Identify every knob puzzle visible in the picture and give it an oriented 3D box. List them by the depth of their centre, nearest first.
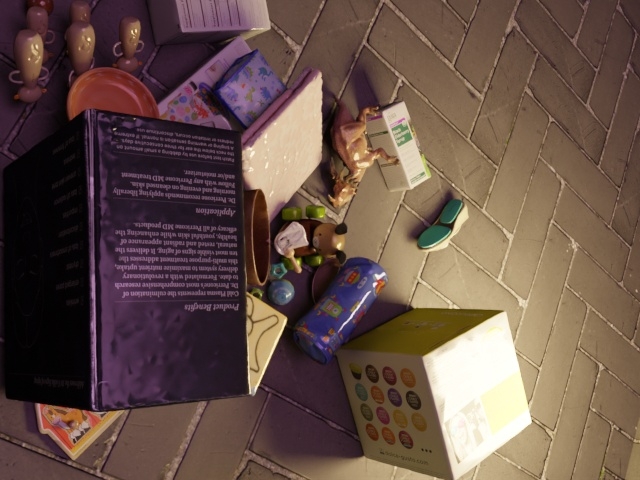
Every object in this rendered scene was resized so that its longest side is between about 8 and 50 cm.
[{"bbox_3d":[-0.510,0.332,1.593,0.213,0.030,0.213,3,85,-38],"label":"knob puzzle"}]

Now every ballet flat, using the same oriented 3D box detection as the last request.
[{"bbox_3d":[0.374,-0.025,2.290,0.248,0.086,0.086,-46,114,-32],"label":"ballet flat"}]

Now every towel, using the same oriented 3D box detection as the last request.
[{"bbox_3d":[-0.097,-0.208,1.821,0.317,0.053,0.331,-52,159,-30],"label":"towel"}]

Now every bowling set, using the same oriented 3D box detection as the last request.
[{"bbox_3d":[-0.530,-0.412,1.581,0.287,0.200,0.154,-18,141,-34],"label":"bowling set"}]

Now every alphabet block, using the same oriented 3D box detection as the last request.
[{"bbox_3d":[-0.226,0.219,1.722,0.192,0.193,0.197,38,65,-32],"label":"alphabet block"}]

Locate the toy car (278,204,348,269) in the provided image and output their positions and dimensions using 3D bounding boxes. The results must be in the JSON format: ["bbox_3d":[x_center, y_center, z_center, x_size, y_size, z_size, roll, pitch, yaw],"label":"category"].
[{"bbox_3d":[0.000,0.000,1.901,0.149,0.188,0.154,-7,103,-39],"label":"toy car"}]

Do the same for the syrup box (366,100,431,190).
[{"bbox_3d":[0.216,-0.267,2.165,0.093,0.096,0.236,-32,107,-35],"label":"syrup box"}]

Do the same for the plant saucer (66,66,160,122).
[{"bbox_3d":[-0.429,-0.257,1.567,0.200,0.037,0.199,10,73,-36],"label":"plant saucer"}]

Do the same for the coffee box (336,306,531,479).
[{"bbox_3d":[0.301,0.386,2.035,0.338,0.338,0.334,-21,100,-37],"label":"coffee box"}]

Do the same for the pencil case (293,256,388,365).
[{"bbox_3d":[0.048,0.170,1.952,0.133,0.119,0.306,32,61,13],"label":"pencil case"}]

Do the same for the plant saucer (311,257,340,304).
[{"bbox_3d":[0.037,0.130,2.040,0.169,0.029,0.168,2,87,-38],"label":"plant saucer"}]

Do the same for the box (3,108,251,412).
[{"bbox_3d":[-0.377,0.058,1.410,0.298,0.480,0.471,4,81,-37],"label":"box"}]

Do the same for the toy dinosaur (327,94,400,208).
[{"bbox_3d":[0.076,-0.251,2.042,0.200,0.127,0.295,-23,96,-30],"label":"toy dinosaur"}]

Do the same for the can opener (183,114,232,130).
[{"bbox_3d":[-0.326,-0.202,1.627,0.095,0.284,0.075,-89,166,-64],"label":"can opener"}]

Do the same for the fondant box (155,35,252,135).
[{"bbox_3d":[-0.244,-0.291,1.804,0.330,0.096,0.238,-50,116,-30],"label":"fondant box"}]

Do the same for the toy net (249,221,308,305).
[{"bbox_3d":[-0.104,0.054,1.875,0.122,0.045,0.232,12,107,-10],"label":"toy net"}]

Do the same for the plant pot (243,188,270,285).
[{"bbox_3d":[-0.244,-0.005,1.693,0.231,0.215,0.215,-2,87,5],"label":"plant pot"}]

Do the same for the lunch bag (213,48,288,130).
[{"bbox_3d":[-0.167,-0.339,1.746,0.129,0.096,0.151,48,51,-26],"label":"lunch bag"}]

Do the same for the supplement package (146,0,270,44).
[{"bbox_3d":[-0.262,-0.541,1.777,0.244,0.139,0.133,-15,98,-39],"label":"supplement package"}]
